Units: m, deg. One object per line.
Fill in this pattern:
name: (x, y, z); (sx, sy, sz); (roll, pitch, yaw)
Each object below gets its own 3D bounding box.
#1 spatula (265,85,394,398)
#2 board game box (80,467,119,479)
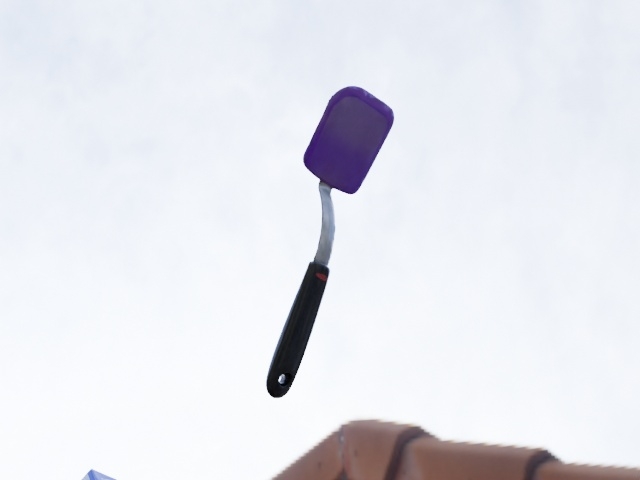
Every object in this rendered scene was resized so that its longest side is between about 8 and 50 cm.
spatula: (0.000, 0.000, 0.992); (0.030, 0.296, 0.084); (0, -22, 45)
board game box: (-0.147, 0.376, 1.012); (0.233, 0.078, 0.347); (-47, -52, 7)
